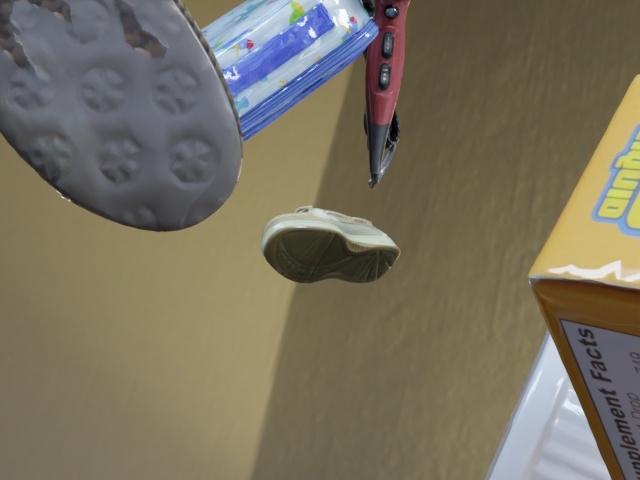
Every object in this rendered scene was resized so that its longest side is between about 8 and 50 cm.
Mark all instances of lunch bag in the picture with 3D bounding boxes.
[{"bbox_3d":[-0.066,-0.147,1.503,0.090,0.219,0.176,57,-20,-11],"label":"lunch bag"}]

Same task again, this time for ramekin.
[{"bbox_3d":[0.202,0.196,1.418,0.127,0.273,0.273,23,-43,7],"label":"ramekin"}]

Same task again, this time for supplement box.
[{"bbox_3d":[0.134,0.059,0.503,0.080,0.078,0.233,13,-34,32],"label":"supplement box"}]

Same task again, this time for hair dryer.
[{"bbox_3d":[0.073,-0.196,1.571,0.080,0.223,0.293,-5,-25,-2],"label":"hair dryer"}]

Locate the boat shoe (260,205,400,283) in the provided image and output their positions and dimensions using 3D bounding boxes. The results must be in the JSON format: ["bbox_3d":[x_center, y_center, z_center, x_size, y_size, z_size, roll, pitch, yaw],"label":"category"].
[{"bbox_3d":[0.001,-0.001,1.364,0.153,0.048,0.056,6,-51,-50],"label":"boat shoe"}]

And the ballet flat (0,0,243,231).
[{"bbox_3d":[-0.125,-0.100,0.651,0.250,0.058,0.084,42,-90,1],"label":"ballet flat"}]
